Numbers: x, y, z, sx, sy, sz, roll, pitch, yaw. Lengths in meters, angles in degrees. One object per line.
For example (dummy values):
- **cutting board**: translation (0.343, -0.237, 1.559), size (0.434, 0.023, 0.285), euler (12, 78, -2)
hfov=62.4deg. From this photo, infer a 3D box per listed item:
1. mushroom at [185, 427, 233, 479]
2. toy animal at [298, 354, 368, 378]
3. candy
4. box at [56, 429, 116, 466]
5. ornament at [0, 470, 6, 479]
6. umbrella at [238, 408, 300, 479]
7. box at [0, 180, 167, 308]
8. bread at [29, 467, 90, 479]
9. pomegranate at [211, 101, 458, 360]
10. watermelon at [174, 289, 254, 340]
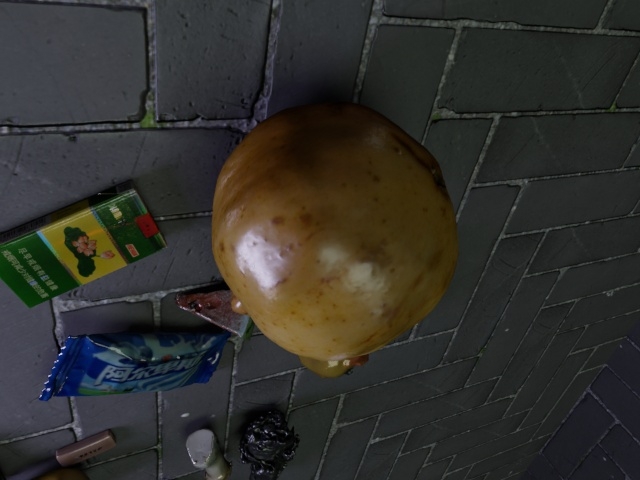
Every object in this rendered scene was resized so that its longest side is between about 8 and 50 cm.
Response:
- **mushroom**: translation (-0.273, 0.532, 1.299), size (0.081, 0.092, 0.223), euler (-35, 147, -23)
- **toy animal**: translation (0.021, 0.194, 1.131), size (0.169, 0.195, 0.281), euler (8, 130, 14)
- **candy**: translation (-0.335, 0.229, 1.006), size (0.331, 0.077, 0.187), euler (9, 125, -38)
- **box**: translation (-0.501, 0.447, 1.133), size (0.115, 0.025, 0.048), euler (-19, 136, -16)
- **ornament**: translation (-0.628, 0.495, 0.947), size (0.080, 0.236, 0.202), euler (-32, 138, -11)
- **umbrella**: translation (-0.150, 0.579, 1.390), size (0.154, 0.128, 0.337), euler (-6, 133, -30)
- **box**: translation (-0.373, 0.008, 0.818), size (0.235, 0.034, 0.132), euler (-25, 135, -9)
- **bread**: translation (-0.595, 0.554, 1.114), size (0.217, 0.098, 0.147), euler (-29, 154, -4)
- **pomegranate**: translation (0.000, 0.000, 0.808), size (0.410, 0.410, 0.410), euler (-16, 134, -18)
- **watermelon**: translation (-0.183, 0.148, 1.006), size (0.158, 0.121, 0.098), euler (-16, 156, -13)
